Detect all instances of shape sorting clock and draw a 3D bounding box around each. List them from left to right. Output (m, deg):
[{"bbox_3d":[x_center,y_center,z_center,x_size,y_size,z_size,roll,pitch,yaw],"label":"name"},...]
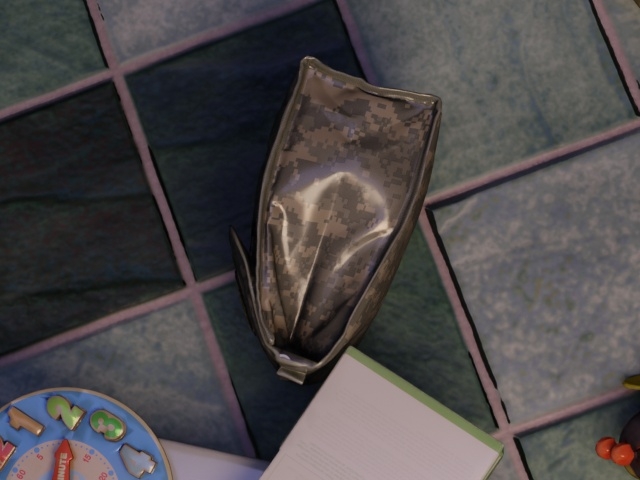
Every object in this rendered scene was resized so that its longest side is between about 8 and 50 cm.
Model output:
[{"bbox_3d":[-0.236,0.237,1.536,0.206,0.040,0.206,-1,78,7],"label":"shape sorting clock"}]

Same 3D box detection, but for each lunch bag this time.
[{"bbox_3d":[0.000,0.000,1.618,0.169,0.235,0.287,17,82,2],"label":"lunch bag"}]

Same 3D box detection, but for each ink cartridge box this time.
[{"bbox_3d":[0.032,0.236,1.505,0.171,0.056,0.235,33,79,13],"label":"ink cartridge box"}]

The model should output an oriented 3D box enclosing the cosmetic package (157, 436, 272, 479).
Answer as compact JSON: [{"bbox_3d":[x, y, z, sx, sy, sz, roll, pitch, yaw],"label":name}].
[{"bbox_3d":[-0.042,0.328,1.604,0.453,0.161,0.230,11,81,7],"label":"cosmetic package"}]

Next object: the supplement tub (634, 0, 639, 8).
[{"bbox_3d":[0.346,-0.321,1.692,0.144,0.144,0.199,-35,79,-2],"label":"supplement tub"}]

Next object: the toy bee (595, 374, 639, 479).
[{"bbox_3d":[0.348,0.176,1.577,0.162,0.195,0.298,14,68,-25],"label":"toy bee"}]
